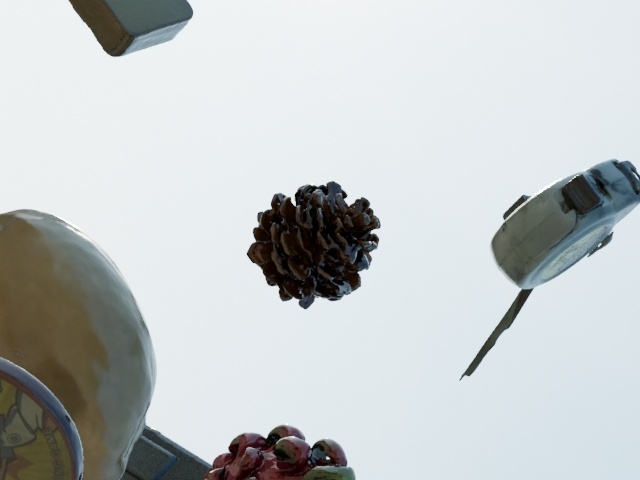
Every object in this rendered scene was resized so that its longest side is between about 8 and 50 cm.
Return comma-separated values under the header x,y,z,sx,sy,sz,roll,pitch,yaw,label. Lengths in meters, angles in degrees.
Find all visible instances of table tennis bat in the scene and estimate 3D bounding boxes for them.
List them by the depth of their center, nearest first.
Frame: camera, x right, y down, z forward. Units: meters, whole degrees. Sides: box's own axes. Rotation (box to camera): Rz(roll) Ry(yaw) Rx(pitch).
x,y,z,sx,sy,sz,roll,pitch,yaw,label
-0.335,0.179,1.282,0.038,0.310,0.200,-64,136,-60,table tennis bat

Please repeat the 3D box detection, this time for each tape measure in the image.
x,y,z,sx,sy,sz,roll,pitch,yaw,label
0.209,0.036,1.709,0.330,0.164,0.084,-48,-117,34,tape measure

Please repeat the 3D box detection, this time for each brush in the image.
x,y,z,sx,sy,sz,roll,pitch,yaw,label
-0.252,-0.309,1.830,0.197,0.123,0.059,50,-52,11,brush

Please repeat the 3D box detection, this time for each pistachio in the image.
x,y,z,sx,sy,sz,roll,pitch,yaw,label
-0.259,0.109,1.546,0.293,0.182,0.162,69,-22,9,pistachio

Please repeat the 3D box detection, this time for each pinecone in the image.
x,y,z,sx,sy,sz,roll,pitch,yaw,label
0.000,0.000,1.947,0.173,0.174,0.173,33,-52,56,pinecone

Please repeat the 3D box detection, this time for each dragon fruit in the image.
x,y,z,sx,sy,sz,roll,pitch,yaw,label
-0.068,0.354,2.191,0.198,0.218,0.272,31,-54,8,dragon fruit

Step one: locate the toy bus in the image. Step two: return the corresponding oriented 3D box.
x,y,z,sx,sy,sz,roll,pitch,yaw,label
-0.222,0.419,2.446,0.275,0.138,0.167,27,-36,29,toy bus
